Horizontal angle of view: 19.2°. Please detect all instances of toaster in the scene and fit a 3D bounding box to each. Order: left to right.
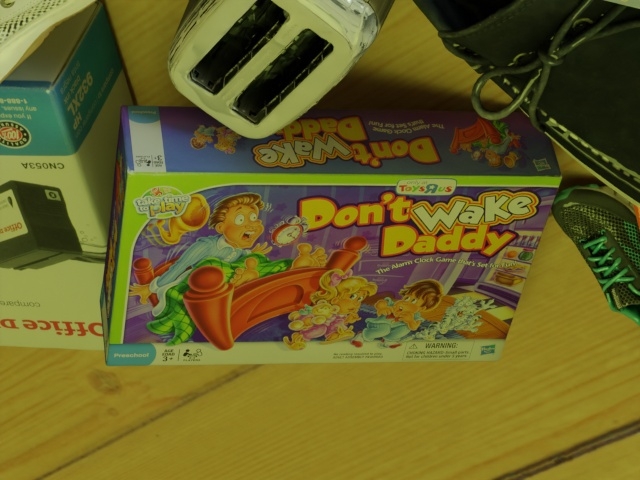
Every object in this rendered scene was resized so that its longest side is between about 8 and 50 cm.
[{"bbox_3d":[-0.029,-0.179,1.442,0.129,0.146,0.227,36,134,-15],"label":"toaster"}]

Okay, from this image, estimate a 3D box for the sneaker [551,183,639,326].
[{"bbox_3d":[0.254,0.021,1.588,0.166,0.076,0.065,41,132,-20],"label":"sneaker"}]

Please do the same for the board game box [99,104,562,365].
[{"bbox_3d":[0.000,0.000,1.569,0.347,0.078,0.233,0,137,-11],"label":"board game box"}]

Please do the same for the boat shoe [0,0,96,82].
[{"bbox_3d":[-0.220,-0.220,1.444,0.277,0.098,0.096,-43,130,15],"label":"boat shoe"}]

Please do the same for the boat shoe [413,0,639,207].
[{"bbox_3d":[0.159,-0.175,1.334,0.187,0.156,0.500,-32,110,31],"label":"boat shoe"}]

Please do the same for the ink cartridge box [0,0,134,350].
[{"bbox_3d":[-0.273,-0.052,1.667,0.223,0.129,0.307,2,133,17],"label":"ink cartridge box"}]

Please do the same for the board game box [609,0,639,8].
[{"bbox_3d":[0.203,-0.240,1.136,0.160,0.039,0.211,18,129,24],"label":"board game box"}]

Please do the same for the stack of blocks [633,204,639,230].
[{"bbox_3d":[0.369,0.071,1.501,0.171,0.087,0.297,-11,102,27],"label":"stack of blocks"}]
